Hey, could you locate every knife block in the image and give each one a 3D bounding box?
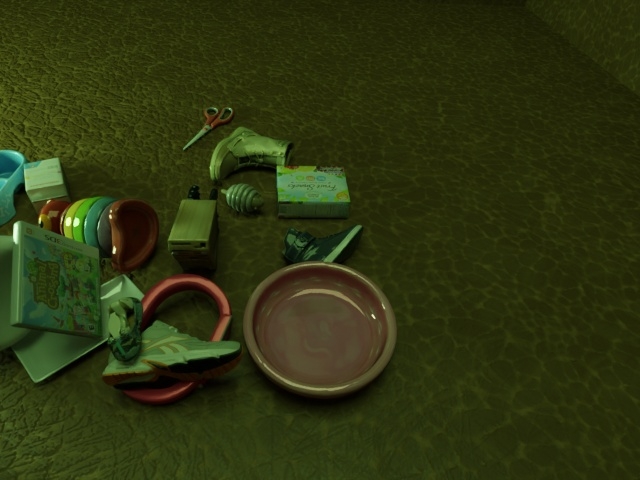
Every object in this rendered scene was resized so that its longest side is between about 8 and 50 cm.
[{"bbox_3d":[-0.303,-0.057,1.162,0.088,0.276,0.242,-1,75,-7],"label":"knife block"}]

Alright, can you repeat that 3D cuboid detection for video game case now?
[{"bbox_3d":[-0.527,0.085,0.952,0.023,0.193,0.212,-22,65,16],"label":"video game case"}]

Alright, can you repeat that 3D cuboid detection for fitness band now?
[{"bbox_3d":[-0.309,0.203,0.999,0.209,0.054,0.291,17,56,10],"label":"fitness band"}]

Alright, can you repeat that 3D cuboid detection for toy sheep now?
[{"bbox_3d":[-0.222,-0.122,1.340,0.132,0.091,0.091,14,45,12],"label":"toy sheep"}]

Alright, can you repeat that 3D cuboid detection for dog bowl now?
[{"bbox_3d":[-0.907,-0.145,1.293,0.165,0.074,0.297,5,45,-2],"label":"dog bowl"}]

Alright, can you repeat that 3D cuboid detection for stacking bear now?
[{"bbox_3d":[-0.570,-0.036,1.167,0.289,0.175,0.164,8,15,15],"label":"stacking bear"}]

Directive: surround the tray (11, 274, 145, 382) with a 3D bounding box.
[{"bbox_3d":[-0.515,0.188,1.031,0.145,0.030,0.270,36,52,28],"label":"tray"}]

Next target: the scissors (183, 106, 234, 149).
[{"bbox_3d":[-0.384,-0.393,1.638,0.109,0.021,0.297,10,43,1],"label":"scissors"}]

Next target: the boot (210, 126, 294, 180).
[{"bbox_3d":[-0.210,-0.256,1.472,0.203,0.095,0.262,17,41,9],"label":"boot"}]

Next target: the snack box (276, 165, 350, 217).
[{"bbox_3d":[-0.025,-0.146,1.395,0.207,0.070,0.174,-1,45,-5],"label":"snack box"}]

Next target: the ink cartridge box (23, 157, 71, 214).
[{"bbox_3d":[-0.752,-0.145,1.298,0.092,0.090,0.143,-15,50,-20],"label":"ink cartridge box"}]

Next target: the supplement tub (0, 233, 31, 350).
[{"bbox_3d":[-0.756,0.081,0.951,0.324,0.235,0.235,11,44,18],"label":"supplement tub"}]

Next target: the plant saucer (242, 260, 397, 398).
[{"bbox_3d":[-0.002,0.195,1.034,0.332,0.084,0.332,4,48,-4],"label":"plant saucer"}]

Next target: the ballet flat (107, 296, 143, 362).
[{"bbox_3d":[-0.376,0.149,0.896,0.070,0.070,0.188,-14,31,-20],"label":"ballet flat"}]

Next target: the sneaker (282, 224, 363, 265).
[{"bbox_3d":[0.000,-0.001,1.239,0.163,0.086,0.226,32,51,20],"label":"sneaker"}]

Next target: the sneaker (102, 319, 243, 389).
[{"bbox_3d":[-0.283,0.205,0.913,0.262,0.099,0.121,-5,52,-6],"label":"sneaker"}]
